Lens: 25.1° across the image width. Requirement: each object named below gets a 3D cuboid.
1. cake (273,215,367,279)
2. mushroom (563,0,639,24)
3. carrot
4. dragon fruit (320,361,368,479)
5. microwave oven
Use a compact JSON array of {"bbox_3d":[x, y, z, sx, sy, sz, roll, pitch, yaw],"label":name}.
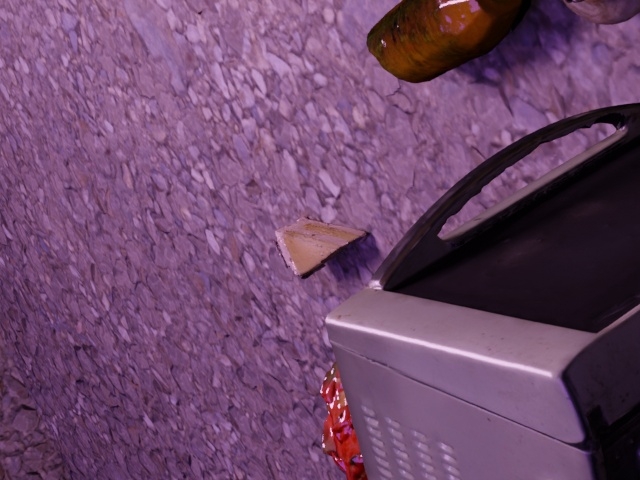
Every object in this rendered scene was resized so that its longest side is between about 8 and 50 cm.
[{"bbox_3d":[0.000,0.000,1.570,0.065,0.052,0.121,64,151,-1],"label":"cake"},{"bbox_3d":[0.199,-0.194,1.060,0.085,0.079,0.085,38,145,33],"label":"mushroom"},{"bbox_3d":[0.106,-0.183,1.215,0.082,0.082,0.173,60,150,1],"label":"carrot"},{"bbox_3d":[0.126,0.166,1.326,0.241,0.252,0.241,-5,82,44],"label":"dragon fruit"},{"bbox_3d":[0.249,0.096,0.919,0.247,0.394,0.333,18,130,51],"label":"microwave oven"}]
